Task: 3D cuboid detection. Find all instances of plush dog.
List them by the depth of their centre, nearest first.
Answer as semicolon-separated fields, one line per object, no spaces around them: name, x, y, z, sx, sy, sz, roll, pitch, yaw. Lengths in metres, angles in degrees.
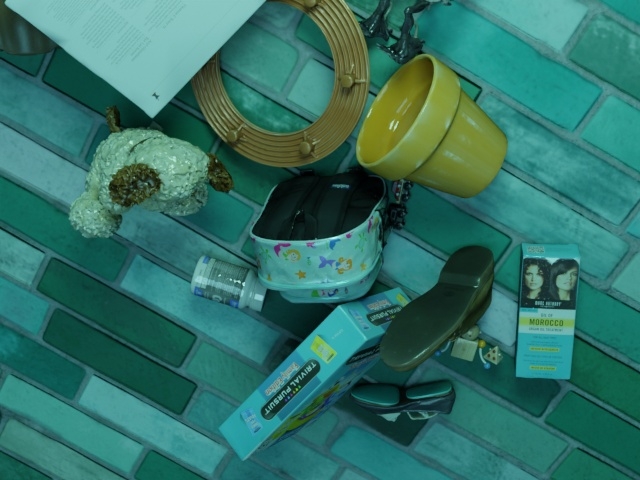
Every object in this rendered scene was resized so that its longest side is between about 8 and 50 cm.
plush dog;-0.275;-0.119;1.536;0.225;0.262;0.211;10;111;47

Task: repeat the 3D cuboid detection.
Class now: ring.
ring;-0.079;-0.282;1.529;0.336;0.032;0.337;9;113;23

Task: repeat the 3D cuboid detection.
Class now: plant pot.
plant pot;0.192;-0.166;1.503;0.188;0.205;0.205;29;115;-22
plant pot;-0.487;-0.403;1.528;0.167;0.167;0.165;4;120;8

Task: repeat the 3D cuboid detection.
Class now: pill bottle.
pill bottle;-0.166;0.082;1.719;0.137;0.078;0.078;17;114;2

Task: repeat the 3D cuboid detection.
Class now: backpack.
backpack;0.000;0.000;1.554;0.225;0.253;0.191;-2;111;15

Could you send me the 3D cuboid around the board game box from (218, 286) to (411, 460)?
board game box;0.006;0.235;1.656;0.336;0.254;0.079;-47;73;23

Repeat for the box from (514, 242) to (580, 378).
box;0.404;0.127;1.655;0.100;0.060;0.244;1;113;9

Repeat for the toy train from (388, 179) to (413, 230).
toy train;0.143;-0.093;1.624;0.036;0.027;0.158;16;115;14

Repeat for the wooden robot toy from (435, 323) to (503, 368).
wooden robot toy;0.259;0.169;1.685;0.173;0.076;0.079;15;120;2

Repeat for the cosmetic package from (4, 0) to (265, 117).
cosmetic package;-0.243;-0.412;1.404;0.377;0.097;0.284;-41;117;20

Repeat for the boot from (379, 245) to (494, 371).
boot;0.213;0.140;1.577;0.112;0.305;0.115;15;133;37

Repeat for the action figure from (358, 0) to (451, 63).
action figure;0.158;-0.411;1.418;0.164;0.141;0.276;47;121;24

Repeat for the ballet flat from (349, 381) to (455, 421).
ballet flat;0.158;0.314;1.771;0.203;0.074;0.074;-5;112;9
